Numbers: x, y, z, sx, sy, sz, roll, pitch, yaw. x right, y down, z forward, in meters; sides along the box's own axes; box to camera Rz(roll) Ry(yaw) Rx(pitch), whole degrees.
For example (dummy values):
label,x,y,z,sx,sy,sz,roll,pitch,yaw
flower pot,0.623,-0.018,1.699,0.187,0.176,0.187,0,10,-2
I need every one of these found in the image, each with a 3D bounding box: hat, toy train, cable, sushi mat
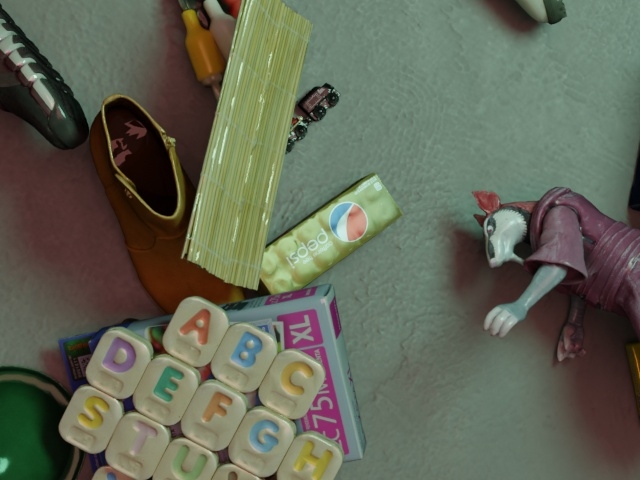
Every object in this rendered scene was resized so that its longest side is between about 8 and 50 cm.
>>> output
label,x,y,z,sx,sy,sz,roll,pitch,yaw
hat,-0.339,0.235,1.512,0.173,0.183,0.208,34,83,-7
toy train,-0.041,-0.121,1.655,0.036,0.027,0.158,44,82,-2
cable,-0.140,-0.296,1.622,0.139,0.072,0.287,-37,95,-13
sushi mat,-0.074,-0.110,1.533,0.019,0.151,0.316,7,78,25

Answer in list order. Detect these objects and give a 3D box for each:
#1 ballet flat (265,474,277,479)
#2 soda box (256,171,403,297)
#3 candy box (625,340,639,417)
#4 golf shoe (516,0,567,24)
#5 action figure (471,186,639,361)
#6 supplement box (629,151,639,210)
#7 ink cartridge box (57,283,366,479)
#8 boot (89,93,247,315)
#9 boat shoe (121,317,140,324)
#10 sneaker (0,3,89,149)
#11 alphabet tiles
label,x,y,z,sx,sy,sz,roll,pitch,yaw
ballet flat,-0.122,0.307,1.613,0.232,0.080,0.073,-32,121,-7
soda box,0.000,0.000,1.630,0.181,0.058,0.061,-36,94,-16
candy box,0.471,0.153,1.730,0.206,0.027,0.105,-12,93,-10
golf shoe,0.174,-0.343,1.675,0.120,0.105,0.273,-39,88,7
action figure,0.331,0.026,1.582,0.370,0.248,0.275,32,97,13
supplement box,0.568,-0.101,1.672,0.357,0.195,0.194,11,86,-8
ink cartridge box,-0.121,0.167,1.552,0.311,0.065,0.185,-11,101,11
boot,-0.160,-0.012,1.537,0.104,0.211,0.295,-30,93,-9
boat shoe,-0.145,0.155,1.615,0.190,0.068,0.072,25,97,1
sneaker,-0.375,-0.163,1.549,0.162,0.106,0.281,-41,67,2
alphabet tiles,-0.126,0.212,1.519,0.284,0.021,0.278,29,103,1
